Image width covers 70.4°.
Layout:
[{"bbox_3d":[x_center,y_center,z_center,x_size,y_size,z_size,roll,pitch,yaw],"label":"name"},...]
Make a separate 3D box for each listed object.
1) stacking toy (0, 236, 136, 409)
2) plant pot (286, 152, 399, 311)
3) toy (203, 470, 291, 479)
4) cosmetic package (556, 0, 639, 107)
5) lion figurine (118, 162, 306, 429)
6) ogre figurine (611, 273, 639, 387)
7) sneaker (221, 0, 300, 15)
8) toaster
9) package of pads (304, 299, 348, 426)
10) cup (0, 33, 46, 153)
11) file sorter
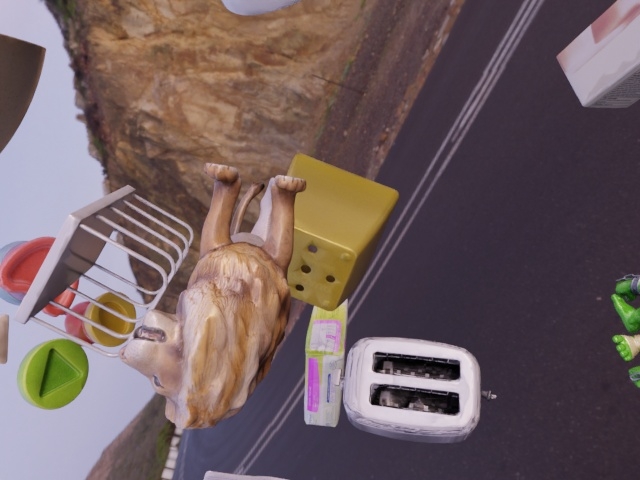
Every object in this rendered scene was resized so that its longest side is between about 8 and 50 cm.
[{"bbox_3d":[-0.559,0.166,0.906,0.309,0.130,0.280,62,-147,-36],"label":"stacking toy"},{"bbox_3d":[0.000,0.000,0.832,0.187,0.212,0.212,-64,-6,-55],"label":"plant pot"},{"bbox_3d":[-0.097,0.366,0.588,0.056,0.136,0.237,-103,27,-65],"label":"toy"},{"bbox_3d":[0.590,-0.371,0.774,0.296,0.153,0.129,-45,57,56],"label":"cosmetic package"},{"bbox_3d":[-0.102,0.035,0.554,0.392,0.142,0.240,-106,26,-83],"label":"lion figurine"},{"bbox_3d":[0.510,0.119,0.674,0.118,0.097,0.197,-35,2,43],"label":"ogre figurine"},{"bbox_3d":[0.016,-0.395,0.453,0.366,0.135,0.150,-40,-32,4],"label":"sneaker"},{"bbox_3d":[0.132,0.208,0.626,0.146,0.226,0.129,65,-148,-63],"label":"toaster"},{"bbox_3d":[0.017,0.303,1.218,0.296,0.101,0.229,-77,-10,-68],"label":"package of pads"},{"bbox_3d":[-0.643,-0.234,0.732,0.331,0.331,0.237,-109,30,-76],"label":"cup"},{"bbox_3d":[-0.356,0.046,0.816,0.193,0.173,0.278,-56,14,10],"label":"file sorter"}]
